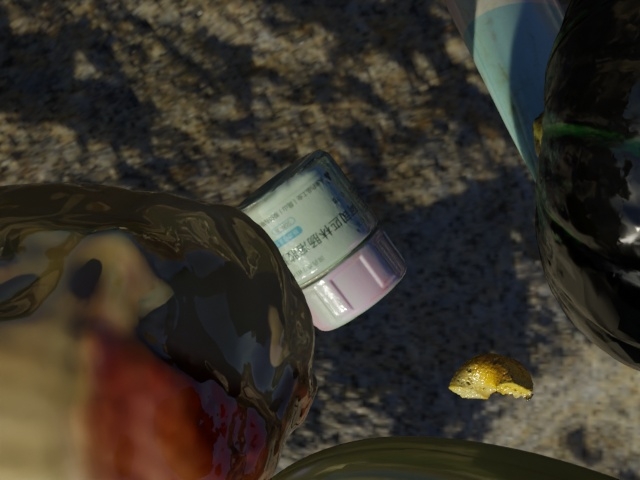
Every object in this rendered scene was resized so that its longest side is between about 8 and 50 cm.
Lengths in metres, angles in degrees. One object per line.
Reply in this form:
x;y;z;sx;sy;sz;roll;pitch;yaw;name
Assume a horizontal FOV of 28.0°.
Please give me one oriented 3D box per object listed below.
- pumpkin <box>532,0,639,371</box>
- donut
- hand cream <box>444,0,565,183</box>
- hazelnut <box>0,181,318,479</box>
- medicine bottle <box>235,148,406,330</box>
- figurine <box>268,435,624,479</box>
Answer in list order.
0.234;-0.042;0.681;0.248;0.248;0.248;3;84;-26;pumpkin
0.166;0.139;1.258;0.038;0.083;0.067;36;96;-32;donut
0.138;-0.145;0.893;0.111;0.070;0.312;1;58;-34;hand cream
-0.140;0.083;0.722;0.261;0.241;0.261;1;52;-1;hazelnut
0.000;0.000;1.419;0.135;0.135;0.168;-40;99;-24;medicine bottle
0.108;0.187;0.548;0.325;0.222;0.124;18;118;12;figurine
